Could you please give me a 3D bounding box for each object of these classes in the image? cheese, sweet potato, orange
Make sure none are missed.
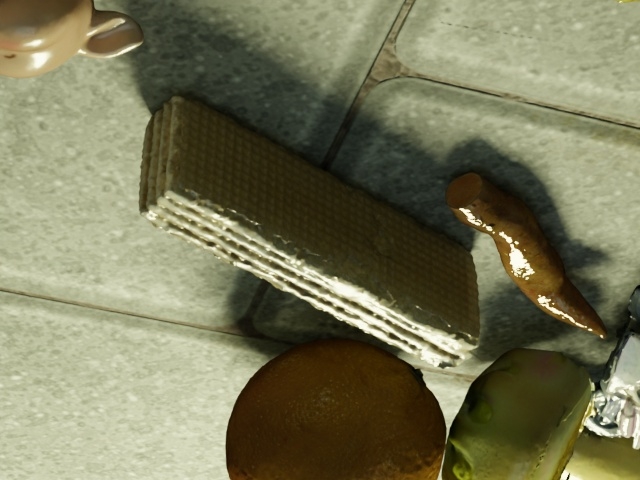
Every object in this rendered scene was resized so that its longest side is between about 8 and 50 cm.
[{"bbox_3d":[0.343,0.302,2.137,0.260,0.128,0.316,-27,130,37],"label":"cheese"},{"bbox_3d":[0.230,0.019,1.815,0.067,0.059,0.281,-9,143,34],"label":"sweet potato"},{"bbox_3d":[0.021,0.236,1.957,0.264,0.264,0.264,1,143,1],"label":"orange"}]

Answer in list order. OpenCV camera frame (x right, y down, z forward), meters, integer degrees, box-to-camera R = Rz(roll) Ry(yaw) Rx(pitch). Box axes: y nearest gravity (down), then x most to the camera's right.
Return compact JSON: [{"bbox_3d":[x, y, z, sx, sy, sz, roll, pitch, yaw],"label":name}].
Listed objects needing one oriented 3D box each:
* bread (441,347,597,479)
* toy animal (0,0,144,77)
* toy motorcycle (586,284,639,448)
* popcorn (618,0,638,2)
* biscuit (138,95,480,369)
[{"bbox_3d":[0.217,0.240,1.963,0.158,0.260,0.156,28,-169,20],"label":"bread"},{"bbox_3d":[-0.276,-0.240,1.409,0.154,0.166,0.250,-44,149,-13],"label":"toy animal"},{"bbox_3d":[0.422,0.165,1.923,0.204,0.108,0.239,23,145,5],"label":"toy motorcycle"},{"bbox_3d":[0.246,-0.299,1.256,0.266,0.233,0.192,17,143,23],"label":"popcorn"},{"bbox_3d":[0.000,0.000,1.729,0.426,0.144,0.078,26,135,-31],"label":"biscuit"}]
